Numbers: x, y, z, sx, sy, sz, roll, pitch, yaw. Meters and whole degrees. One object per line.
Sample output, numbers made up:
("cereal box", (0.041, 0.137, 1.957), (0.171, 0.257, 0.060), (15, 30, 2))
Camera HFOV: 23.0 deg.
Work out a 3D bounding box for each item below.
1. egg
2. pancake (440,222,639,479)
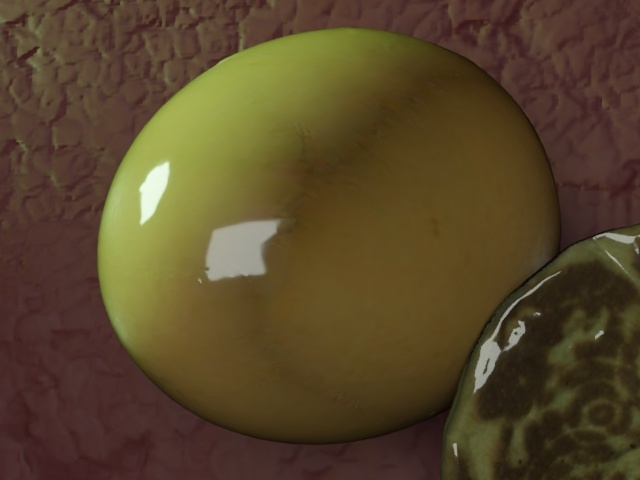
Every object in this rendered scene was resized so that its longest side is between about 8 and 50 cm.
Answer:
("egg", (0.000, 0.000, 0.754), (0.201, 0.244, 0.201), (9, 106, 34))
("pancake", (0.165, 0.108, 0.739), (0.250, 0.031, 0.250), (-6, 110, -17))
